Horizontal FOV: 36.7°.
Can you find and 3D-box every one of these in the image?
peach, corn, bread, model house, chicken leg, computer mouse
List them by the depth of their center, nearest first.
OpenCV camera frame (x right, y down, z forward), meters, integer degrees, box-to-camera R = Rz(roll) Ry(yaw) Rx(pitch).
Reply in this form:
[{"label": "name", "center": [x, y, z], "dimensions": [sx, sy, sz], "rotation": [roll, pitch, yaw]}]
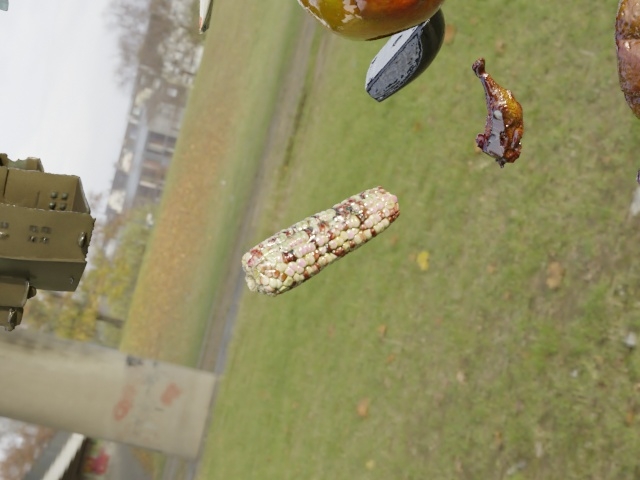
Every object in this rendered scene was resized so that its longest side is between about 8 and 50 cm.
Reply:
[{"label": "bread", "center": [0.518, -0.285, 1.394], "dimensions": [0.232, 0.135, 0.247], "rotation": [-39, -55, -41]}, {"label": "model house", "center": [-0.473, 0.013, 1.471], "dimensions": [0.204, 0.211, 0.243], "rotation": [-120, 42, -57]}, {"label": "corn", "center": [0.000, 0.000, 1.576], "dimensions": [0.092, 0.280, 0.092], "rotation": [54, 164, 23]}, {"label": "chicken leg", "center": [0.312, -0.218, 1.701], "dimensions": [0.048, 0.089, 0.219], "rotation": [-59, -33, -41]}, {"label": "peach", "center": [0.094, -0.538, 1.895], "dimensions": [0.290, 0.372, 0.373], "rotation": [-48, 15, 14]}, {"label": "computer mouse", "center": [0.216, -0.447, 2.298], "dimensions": [0.269, 0.100, 0.170], "rotation": [-46, 17, 38]}]

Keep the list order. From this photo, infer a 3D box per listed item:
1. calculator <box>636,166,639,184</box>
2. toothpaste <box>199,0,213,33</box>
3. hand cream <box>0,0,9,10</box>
[{"label": "calculator", "center": [0.701, -0.095, 1.847], "dimensions": [0.294, 0.194, 0.043], "rotation": [-31, -20, -55]}, {"label": "toothpaste", "center": [-0.206, -0.478, 1.781], "dimensions": [0.048, 0.031, 0.190], "rotation": [-62, -15, -58]}, {"label": "hand cream", "center": [-0.602, -0.545, 1.726], "dimensions": [0.058, 0.091, 0.271], "rotation": [-17, 74, 32]}]
